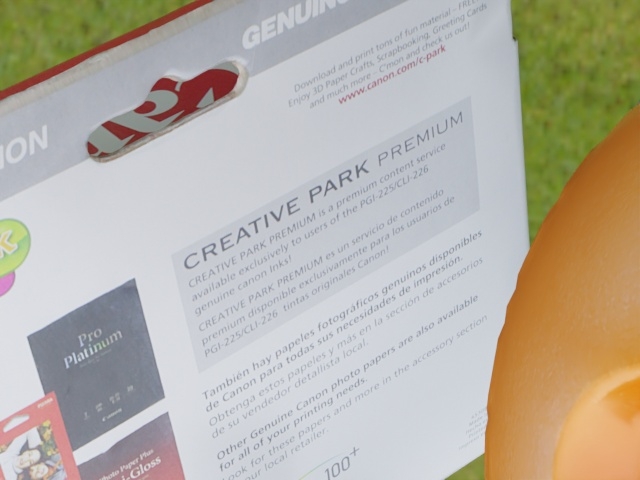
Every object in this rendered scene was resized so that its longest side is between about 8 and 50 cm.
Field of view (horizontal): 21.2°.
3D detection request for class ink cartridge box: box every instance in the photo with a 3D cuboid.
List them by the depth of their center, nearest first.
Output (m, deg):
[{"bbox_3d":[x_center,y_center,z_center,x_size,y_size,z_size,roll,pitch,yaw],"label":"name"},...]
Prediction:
[{"bbox_3d":[-0.073,0.015,0.655,0.130,0.309,0.272,35,144,42],"label":"ink cartridge box"}]

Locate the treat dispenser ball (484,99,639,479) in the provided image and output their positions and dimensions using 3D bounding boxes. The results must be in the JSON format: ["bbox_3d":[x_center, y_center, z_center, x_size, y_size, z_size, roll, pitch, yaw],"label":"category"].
[{"bbox_3d":[0.191,0.062,0.477,0.288,0.288,0.288,7,155,3],"label":"treat dispenser ball"}]
